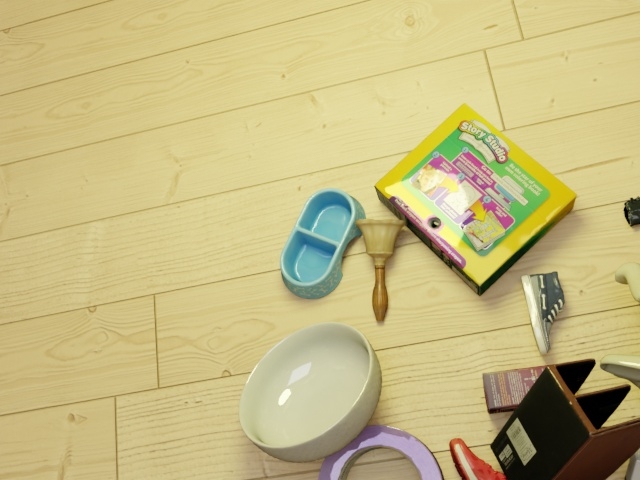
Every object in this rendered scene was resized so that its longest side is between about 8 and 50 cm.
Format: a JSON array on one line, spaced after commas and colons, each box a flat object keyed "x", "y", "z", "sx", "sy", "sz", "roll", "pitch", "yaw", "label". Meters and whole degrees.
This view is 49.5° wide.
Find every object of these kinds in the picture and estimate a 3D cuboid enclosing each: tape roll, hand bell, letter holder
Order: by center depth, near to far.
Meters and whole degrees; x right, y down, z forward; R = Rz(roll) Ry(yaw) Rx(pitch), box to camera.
[{"x": 0.512, "y": 0.379, "z": 1.382, "sx": 0.214, "sy": 0.302, "sz": 0.152, "roll": -6, "pitch": 47, "yaw": -21, "label": "letter holder"}, {"x": 0.135, "y": 0.549, "z": 1.524, "sx": 0.274, "sy": 0.090, "sz": 0.275, "roll": -4, "pitch": 72, "yaw": 12, "label": "tape roll"}, {"x": 0.144, "y": 0.073, "z": 1.689, "sx": 0.126, "sy": 0.126, "sz": 0.242, "roll": 1, "pitch": 86, "yaw": 14, "label": "hand bell"}]

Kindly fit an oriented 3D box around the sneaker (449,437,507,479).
[{"x": 0.378, "y": 0.508, "z": 1.495, "sx": 0.128, "sy": 0.087, "sz": 0.221, "roll": -27, "pitch": 80, "yaw": -6, "label": "sneaker"}]

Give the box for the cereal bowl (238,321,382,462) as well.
[{"x": -0.007, "y": 0.354, "z": 1.560, "sx": 0.339, "sy": 0.141, "sz": 0.339, "roll": -23, "pitch": 35, "yaw": 17, "label": "cereal bowl"}]

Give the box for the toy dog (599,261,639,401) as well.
[{"x": 0.779, "y": 0.117, "z": 1.370, "sx": 0.395, "sy": 0.284, "sz": 0.408, "roll": -11, "pitch": 53, "yaw": 56, "label": "toy dog"}]

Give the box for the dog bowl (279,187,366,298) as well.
[{"x": 0.000, "y": 0.000, "z": 1.751, "sx": 0.165, "sy": 0.074, "sz": 0.297, "roll": 22, "pitch": 79, "yaw": 19, "label": "dog bowl"}]

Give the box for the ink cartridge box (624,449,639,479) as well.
[{"x": 0.669, "y": 0.509, "z": 1.392, "sx": 0.109, "sy": 0.063, "sz": 0.151, "roll": 13, "pitch": 102, "yaw": 18, "label": "ink cartridge box"}]

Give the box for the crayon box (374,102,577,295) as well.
[{"x": 0.368, "y": -0.105, "z": 1.681, "sx": 0.313, "sy": 0.106, "sz": 0.363, "roll": -42, "pitch": 67, "yaw": -4, "label": "crayon box"}]

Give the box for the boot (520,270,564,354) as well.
[{"x": 0.517, "y": 0.161, "z": 1.573, "sx": 0.086, "sy": 0.069, "sz": 0.190, "roll": -12, "pitch": 68, "yaw": 13, "label": "boot"}]

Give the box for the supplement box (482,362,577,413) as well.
[{"x": 0.453, "y": 0.324, "z": 1.515, "sx": 0.188, "sy": 0.104, "sz": 0.081, "roll": -9, "pitch": 69, "yaw": 10, "label": "supplement box"}]

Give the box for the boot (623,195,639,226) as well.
[{"x": 0.762, "y": -0.050, "z": 1.600, "sx": 0.099, "sy": 0.045, "sz": 0.121, "roll": -8, "pitch": 63, "yaw": 8, "label": "boot"}]
